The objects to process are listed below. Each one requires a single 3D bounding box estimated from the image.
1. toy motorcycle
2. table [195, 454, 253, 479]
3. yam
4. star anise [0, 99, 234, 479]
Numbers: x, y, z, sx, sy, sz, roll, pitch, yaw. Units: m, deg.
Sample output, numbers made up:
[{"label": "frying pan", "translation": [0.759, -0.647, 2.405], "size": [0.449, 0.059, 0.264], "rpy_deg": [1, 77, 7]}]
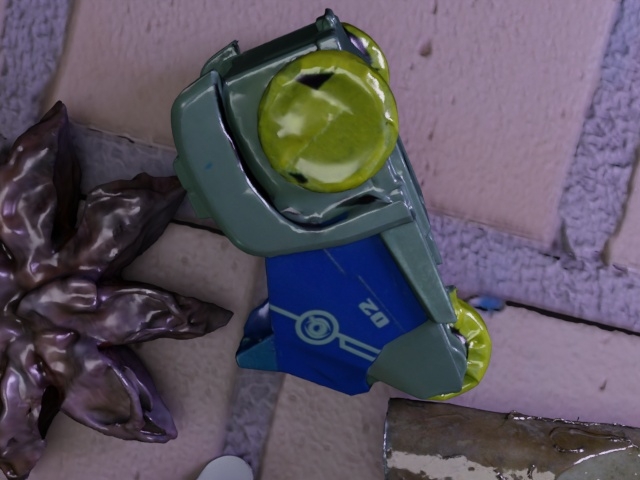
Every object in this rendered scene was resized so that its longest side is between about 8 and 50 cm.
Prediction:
[{"label": "toy motorcycle", "translation": [0.000, 0.000, 0.746], "size": [0.200, 0.191, 0.326], "rpy_deg": [-19, 108, 8]}, {"label": "table", "translation": [-0.131, 0.276, 0.785], "size": [0.198, 0.166, 0.166], "rpy_deg": [-22, 94, -3]}, {"label": "yam", "translation": [0.177, 0.193, 0.785], "size": [0.259, 0.106, 0.106], "rpy_deg": [8, 95, 4]}, {"label": "star anise", "translation": [-0.236, 0.047, 0.784], "size": [0.332, 0.117, 0.331], "rpy_deg": [0, 95, -2]}]
